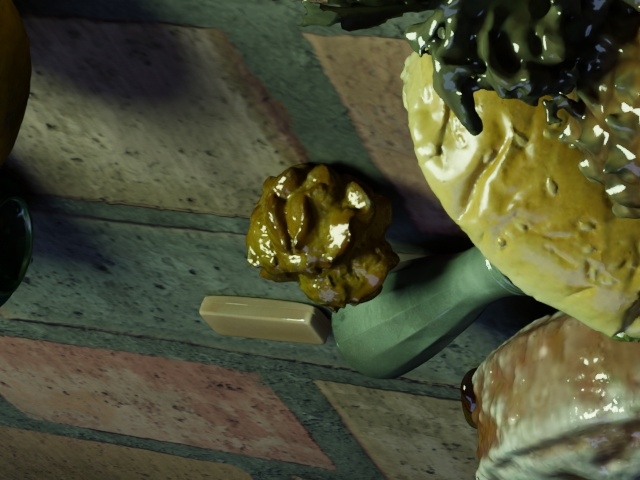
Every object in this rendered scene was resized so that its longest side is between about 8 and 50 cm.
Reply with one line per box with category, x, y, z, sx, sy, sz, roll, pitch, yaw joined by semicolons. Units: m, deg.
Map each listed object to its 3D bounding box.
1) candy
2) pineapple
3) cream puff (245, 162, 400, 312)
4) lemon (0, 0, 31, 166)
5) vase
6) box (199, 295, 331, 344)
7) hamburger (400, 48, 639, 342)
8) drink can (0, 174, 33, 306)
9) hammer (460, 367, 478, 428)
candy;0.237;0.128;1.499;0.214;0.157;0.289;11;155;-27
pineapple;0.166;-0.099;1.036;0.361;0.175;0.175;31;156;-4
cream puff;0.000;0.000;1.436;0.116;0.094;0.122;-2;156;42
lemon;-0.282;-0.110;1.241;0.188;0.188;0.257;14;154;6
vase;0.095;0.041;1.496;0.086;0.086;0.214;25;152;-21
box;-0.049;0.069;1.724;0.115;0.025;0.048;3;150;28
hamburger;0.145;-0.045;1.173;0.207;0.155;0.135;30;151;-15
drink can;-0.349;-0.008;1.621;0.205;0.118;0.118;7;156;18
hammer;0.313;0.208;1.731;0.408;0.095;0.242;18;158;2
